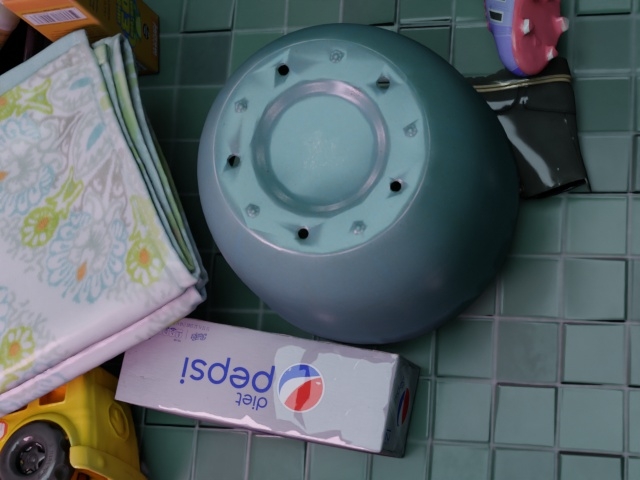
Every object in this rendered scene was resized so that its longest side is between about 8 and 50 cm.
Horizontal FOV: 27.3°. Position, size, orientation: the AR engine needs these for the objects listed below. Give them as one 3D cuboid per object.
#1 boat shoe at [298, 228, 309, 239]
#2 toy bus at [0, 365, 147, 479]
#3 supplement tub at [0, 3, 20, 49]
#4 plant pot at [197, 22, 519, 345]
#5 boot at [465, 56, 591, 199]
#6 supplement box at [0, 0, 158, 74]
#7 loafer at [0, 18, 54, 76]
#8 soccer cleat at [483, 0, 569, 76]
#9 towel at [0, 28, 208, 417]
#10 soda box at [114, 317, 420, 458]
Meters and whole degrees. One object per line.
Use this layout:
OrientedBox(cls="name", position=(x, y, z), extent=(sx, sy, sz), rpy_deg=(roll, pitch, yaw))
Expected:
OrientedBox(cls="boat shoe", position=(0.000, 0.000, 1.340), extent=(0.070, 0.078, 0.219), rpy_deg=(-22, 73, -30))
OrientedBox(cls="toy bus", position=(-0.300, 0.194, 1.366), extent=(0.220, 0.149, 0.211), rpy_deg=(-17, 60, 17))
OrientedBox(cls="supplement tub", position=(-0.408, -0.230, 1.393), extent=(0.144, 0.144, 0.199), rpy_deg=(43, 102, 21))
OrientedBox(cls="plant pot", position=(0.024, -0.059, 1.171), extent=(0.293, 0.235, 0.293), rpy_deg=(-2, 82, 11))
OrientedBox(cls="boot", position=(0.162, -0.091, 1.305), extent=(0.198, 0.077, 0.137), rpy_deg=(-15, 79, 16))
OrientedBox(cls="supplement box", position=(-0.248, -0.244, 1.385), extent=(0.080, 0.233, 0.078), rpy_deg=(-5, 77, 14))
OrientedBox(cls="loafer", position=(-0.363, -0.166, 1.480), extent=(0.109, 0.095, 0.302), rpy_deg=(18, 84, 20))
OrientedBox(cls="soccer cleat", position=(0.189, -0.257, 1.307), extent=(0.095, 0.083, 0.248), rpy_deg=(-15, 54, 35))
OrientedBox(cls="towel", position=(-0.310, -0.003, 1.311), extent=(0.374, 0.090, 0.320), rpy_deg=(-29, 62, 14))
OrientedBox(cls="soda box", position=(-0.053, 0.142, 1.312), extent=(0.286, 0.091, 0.098), rpy_deg=(8, 80, 19))
